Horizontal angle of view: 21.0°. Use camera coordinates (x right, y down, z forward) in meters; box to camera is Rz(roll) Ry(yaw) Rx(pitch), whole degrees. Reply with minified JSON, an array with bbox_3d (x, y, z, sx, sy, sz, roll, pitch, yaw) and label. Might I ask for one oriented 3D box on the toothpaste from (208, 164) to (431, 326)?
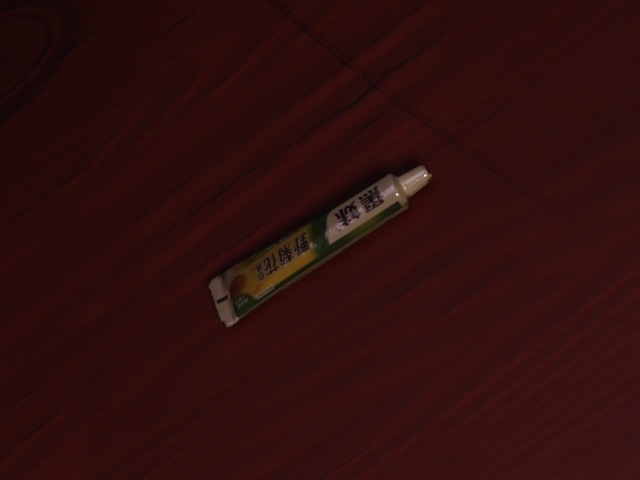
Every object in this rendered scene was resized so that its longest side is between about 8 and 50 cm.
[{"bbox_3d":[0.000,0.000,1.356,0.204,0.031,0.049,-32,55,14],"label":"toothpaste"}]
